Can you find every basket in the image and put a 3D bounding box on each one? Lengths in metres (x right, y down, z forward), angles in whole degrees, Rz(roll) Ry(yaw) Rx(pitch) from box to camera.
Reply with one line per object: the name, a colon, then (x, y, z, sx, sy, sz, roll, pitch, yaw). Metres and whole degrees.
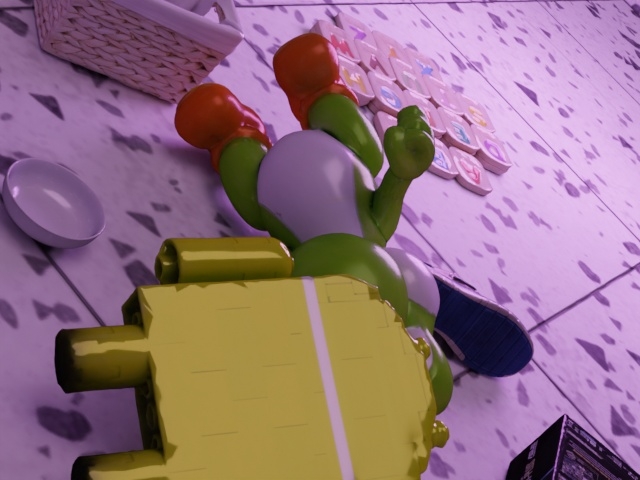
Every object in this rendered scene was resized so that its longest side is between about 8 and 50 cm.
basket: (-0.173, -0.212, 1.192, 0.167, 0.103, 0.113, 19, 35, -34)

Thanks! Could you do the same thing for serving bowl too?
serving bowl: (-0.204, -0.023, 0.968, 0.083, 0.027, 0.083, 30, 30, -19)

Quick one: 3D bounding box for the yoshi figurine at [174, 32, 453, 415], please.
yoshi figurine: (-0.002, -0.016, 1.061, 0.203, 0.203, 0.362, -2, 51, -31)

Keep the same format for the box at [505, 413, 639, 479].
box: (0.239, 0.257, 1.068, 0.180, 0.077, 0.147, 39, 28, -4)

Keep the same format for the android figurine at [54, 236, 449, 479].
android figurine: (-0.035, 0.110, 0.857, 0.273, 0.056, 0.248, -4, 69, -28)

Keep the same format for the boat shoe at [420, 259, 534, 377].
boat shoe: (0.129, 0.063, 1.218, 0.183, 0.066, 0.066, 37, 13, -27)

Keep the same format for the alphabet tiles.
alphabet tiles: (0.114, -0.175, 1.582, 0.284, 0.021, 0.278, 23, 34, -32)
